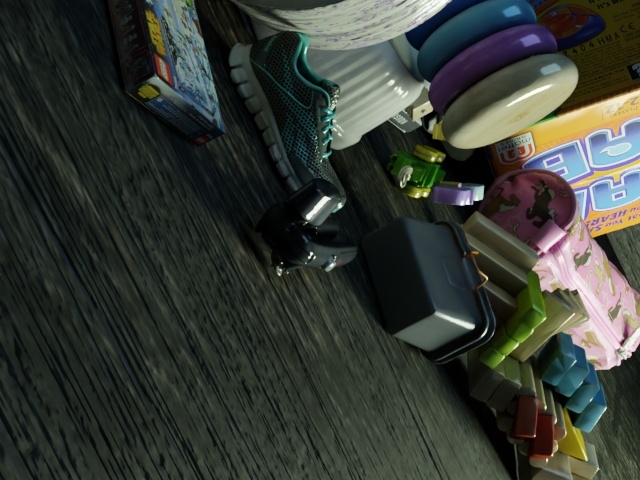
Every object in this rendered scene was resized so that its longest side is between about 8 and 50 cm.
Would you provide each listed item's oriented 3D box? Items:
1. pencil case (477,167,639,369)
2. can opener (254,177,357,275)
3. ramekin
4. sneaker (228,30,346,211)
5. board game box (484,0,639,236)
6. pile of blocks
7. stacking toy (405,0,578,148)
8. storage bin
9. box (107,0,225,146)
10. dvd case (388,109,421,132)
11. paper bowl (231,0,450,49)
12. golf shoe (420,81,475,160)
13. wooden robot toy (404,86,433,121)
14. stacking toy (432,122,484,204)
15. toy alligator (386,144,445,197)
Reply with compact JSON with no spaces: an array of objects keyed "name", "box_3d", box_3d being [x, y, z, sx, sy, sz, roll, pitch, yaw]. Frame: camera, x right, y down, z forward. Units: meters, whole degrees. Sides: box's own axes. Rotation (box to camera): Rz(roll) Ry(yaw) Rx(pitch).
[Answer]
[{"name":"pencil case","box_3d":[0.363,0.049,1.721,0.386,0.167,0.160,46,59,-45]},{"name":"can opener","box_3d":[0.000,0.000,0.920,0.059,0.073,0.186,61,7,13]},{"name":"ramekin","box_3d":[0.022,-0.205,1.163,0.207,0.109,0.207,53,22,-33]},{"name":"sneaker","box_3d":[-0.012,-0.103,0.986,0.166,0.076,0.065,62,19,-11]},{"name":"board game box","box_3d":[0.413,-0.249,1.821,0.356,0.357,0.356,59,15,-56]},{"name":"pile of blocks","box_3d":[0.226,0.144,1.216,0.362,0.149,0.112,57,19,-24]},{"name":"stacking toy","box_3d":[0.118,-0.262,1.132,0.330,0.141,0.141,65,17,12]},{"name":"storage bin","box_3d":[0.101,0.039,1.108,0.091,0.098,0.135,20,47,-52]},{"name":"box","box_3d":[-0.115,-0.145,0.830,0.094,0.027,0.137,39,31,-56]},{"name":"dvd case","box_3d":[0.049,-0.264,1.444,0.179,0.030,0.238,22,45,-64]},{"name":"paper bowl","box_3d":[0.009,-0.319,0.986,0.148,0.284,0.284,30,39,-58]},{"name":"golf shoe","box_3d":[0.168,-0.174,1.631,0.086,0.067,0.186,-51,137,-25]},{"name":"wooden robot toy","box_3d":[0.050,-0.200,1.301,0.173,0.079,0.076,58,-11,5]},{"name":"stacking toy","box_3d":[0.164,-0.056,1.336,0.221,0.052,0.167,-29,125,-73]},{"name":"toy alligator","box_3d":[0.099,-0.084,1.323,0.051,0.056,0.190,26,11,16]}]
